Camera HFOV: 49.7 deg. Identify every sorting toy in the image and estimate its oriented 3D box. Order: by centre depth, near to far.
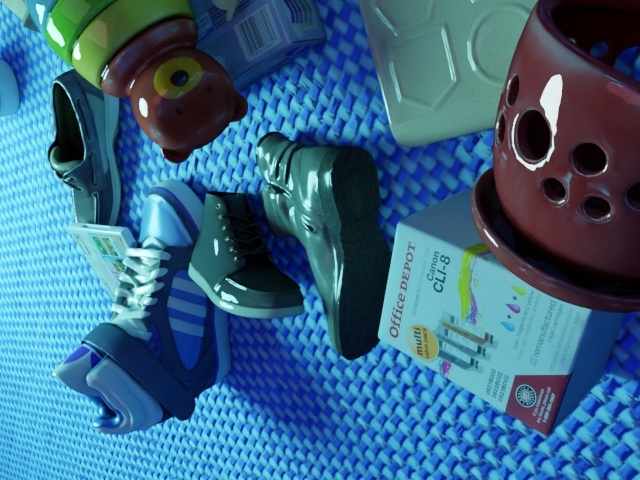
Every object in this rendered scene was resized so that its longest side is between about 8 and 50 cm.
[{"bbox_3d":[0.123,-0.199,0.612,0.193,0.038,0.208,-8,105,44],"label":"sorting toy"}]

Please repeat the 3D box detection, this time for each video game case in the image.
[{"bbox_3d":[-0.309,0.042,1.072,0.143,0.019,0.157,5,130,39],"label":"video game case"}]

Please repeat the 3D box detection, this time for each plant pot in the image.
[{"bbox_3d":[0.211,-0.057,0.481,0.191,0.191,0.174,35,134,27],"label":"plant pot"}]

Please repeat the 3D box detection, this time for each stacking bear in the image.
[{"bbox_3d":[-0.199,-0.221,0.722,0.289,0.175,0.164,53,164,0],"label":"stacking bear"}]

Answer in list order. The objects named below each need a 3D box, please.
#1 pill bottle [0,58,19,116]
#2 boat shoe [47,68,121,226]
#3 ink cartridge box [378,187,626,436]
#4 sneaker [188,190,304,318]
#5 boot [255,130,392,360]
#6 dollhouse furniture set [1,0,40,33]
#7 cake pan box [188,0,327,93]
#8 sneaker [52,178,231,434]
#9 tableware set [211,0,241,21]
[{"bbox_3d":[-0.631,-0.243,1.149,0.121,0.221,0.121,18,118,37],"label":"pill bottle"},{"bbox_3d":[-0.361,-0.125,1.038,0.103,0.092,0.285,31,126,27],"label":"boat shoe"},{"bbox_3d":[0.161,0.052,0.606,0.176,0.127,0.128,27,123,34],"label":"ink cartridge box"},{"bbox_3d":[-0.092,0.012,0.817,0.222,0.083,0.118,23,109,50],"label":"sneaker"},{"bbox_3d":[0.000,0.000,0.786,0.161,0.083,0.247,16,117,51],"label":"boot"},{"bbox_3d":[-0.394,-0.400,0.988,0.182,0.101,0.161,41,105,24],"label":"dollhouse furniture set"},{"bbox_3d":[-0.134,-0.291,0.786,0.267,0.070,0.246,-19,95,45],"label":"cake pan box"},{"bbox_3d":[-0.247,0.099,0.920,0.130,0.236,0.323,8,112,40],"label":"sneaker"},{"bbox_3d":[-0.102,-0.313,0.689,0.169,0.020,0.141,48,130,16],"label":"tableware set"}]
